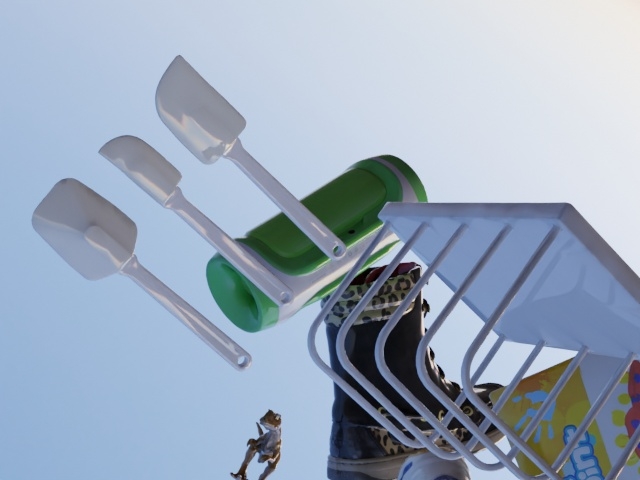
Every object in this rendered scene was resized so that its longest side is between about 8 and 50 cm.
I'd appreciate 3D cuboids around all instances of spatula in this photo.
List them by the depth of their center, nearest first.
[{"bbox_3d":[-0.091,-0.007,1.102,0.019,0.168,0.242,31,169,50],"label":"spatula"}]

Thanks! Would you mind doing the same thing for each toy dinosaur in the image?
[{"bbox_3d":[-0.073,0.285,1.938,0.064,0.112,0.211,27,159,0],"label":"toy dinosaur"}]

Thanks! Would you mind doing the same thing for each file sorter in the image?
[{"bbox_3d":[0.143,0.091,1.241,0.193,0.173,0.278,44,162,-22],"label":"file sorter"}]

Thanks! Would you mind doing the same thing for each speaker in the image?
[{"bbox_3d":[0.000,0.000,1.842,0.297,0.131,0.131,-32,-119,-31],"label":"speaker"}]

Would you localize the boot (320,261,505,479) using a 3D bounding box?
[{"bbox_3d":[0.138,0.172,2.055,0.377,0.284,0.138,-12,-173,-43],"label":"boot"}]

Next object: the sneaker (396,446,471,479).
[{"bbox_3d":[0.131,0.388,1.620,0.112,0.296,0.131,-7,-161,-3],"label":"sneaker"}]

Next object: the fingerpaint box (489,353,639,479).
[{"bbox_3d":[0.453,0.305,1.611,0.163,0.371,0.444,3,-118,-61],"label":"fingerpaint box"}]
